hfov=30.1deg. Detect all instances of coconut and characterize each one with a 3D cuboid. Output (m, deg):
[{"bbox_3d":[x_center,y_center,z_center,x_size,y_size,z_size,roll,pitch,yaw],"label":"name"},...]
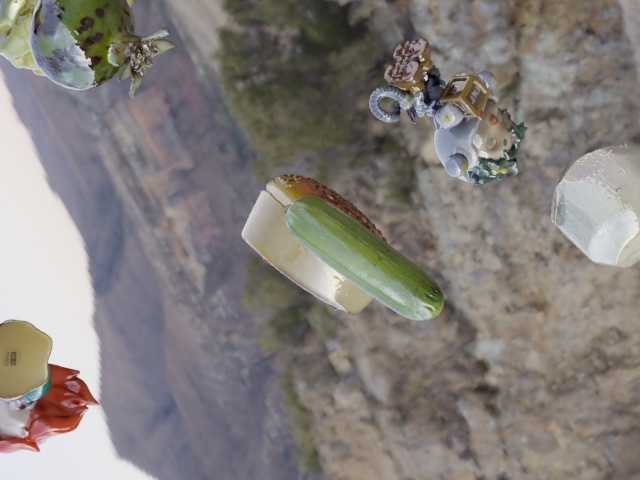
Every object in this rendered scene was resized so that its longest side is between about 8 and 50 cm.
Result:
[{"bbox_3d":[0.397,-0.053,1.626,0.162,0.161,0.161,55,171,28],"label":"coconut"}]

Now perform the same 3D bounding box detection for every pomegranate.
[{"bbox_3d":[-0.284,-0.251,1.501,0.169,0.148,0.148,36,171,3],"label":"pomegranate"}]

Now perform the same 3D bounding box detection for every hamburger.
[{"bbox_3d":[0.000,0.000,2.137,0.300,0.176,0.300,38,180,0],"label":"hamburger"}]

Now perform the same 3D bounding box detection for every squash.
[{"bbox_3d":[0.053,0.022,1.508,0.239,0.069,0.069,36,169,10],"label":"squash"}]

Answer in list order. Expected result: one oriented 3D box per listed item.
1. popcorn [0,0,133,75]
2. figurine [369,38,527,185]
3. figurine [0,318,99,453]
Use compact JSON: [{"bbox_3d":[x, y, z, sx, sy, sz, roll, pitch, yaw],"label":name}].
[{"bbox_3d":[-0.410,-0.383,1.798,0.237,0.293,0.293,11,-147,-42],"label":"popcorn"},{"bbox_3d":[0.293,-0.262,2.482,0.186,0.261,0.382,16,159,48],"label":"figurine"},{"bbox_3d":[-0.533,0.288,2.188,0.181,0.208,0.257,39,150,25],"label":"figurine"}]
